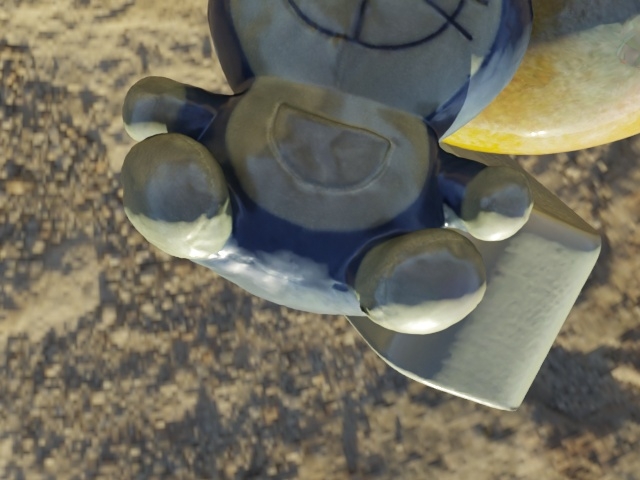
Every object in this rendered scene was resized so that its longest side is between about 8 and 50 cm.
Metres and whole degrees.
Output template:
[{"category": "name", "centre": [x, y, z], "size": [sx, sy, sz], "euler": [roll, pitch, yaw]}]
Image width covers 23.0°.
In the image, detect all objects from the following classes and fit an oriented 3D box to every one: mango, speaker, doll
[{"category": "mango", "centre": [0.184, -0.180, 1.198], "size": [0.383, 0.199, 0.222], "euler": [-9, 127, 5]}, {"category": "speaker", "centre": [0.093, -0.024, 1.538], "size": [0.183, 0.406, 0.184], "euler": [22, 105, -33]}, {"category": "doll", "centre": [0.017, -0.085, 0.871], "size": [0.228, 0.154, 0.259], "euler": [15, 80, 7]}]
